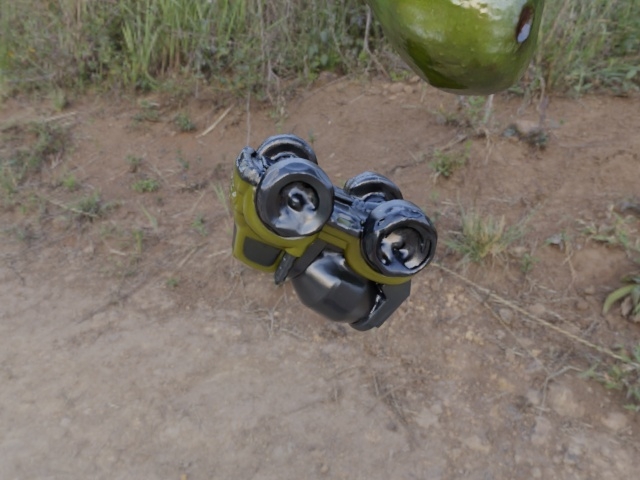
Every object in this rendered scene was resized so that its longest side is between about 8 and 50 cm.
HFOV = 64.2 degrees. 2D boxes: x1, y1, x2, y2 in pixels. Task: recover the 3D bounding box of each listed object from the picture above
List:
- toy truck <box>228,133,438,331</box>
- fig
[{"bbox_3d":[0.000,0.000,0.537,0.224,0.165,0.147,21,18,-20],"label":"toy truck"},{"bbox_3d":[0.084,-0.177,0.379,0.156,0.123,0.123,16,14,18],"label":"fig"}]
